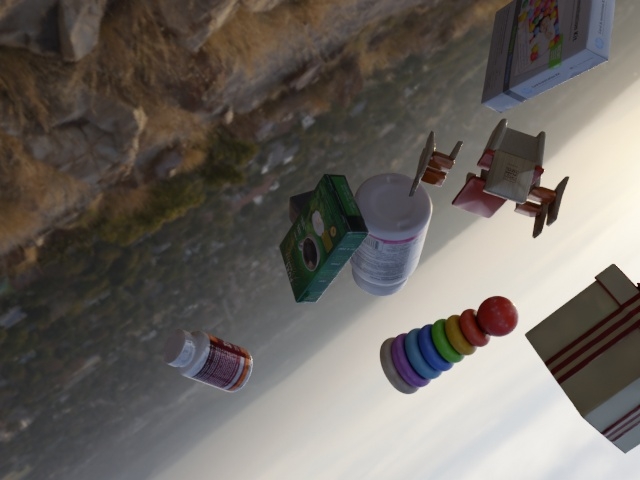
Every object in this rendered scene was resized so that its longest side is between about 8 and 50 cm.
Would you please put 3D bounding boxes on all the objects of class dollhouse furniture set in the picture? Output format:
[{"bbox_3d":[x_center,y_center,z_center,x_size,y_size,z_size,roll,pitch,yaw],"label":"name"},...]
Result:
[{"bbox_3d":[0.302,-0.095,1.266,0.259,0.262,0.135,101,8,-73],"label":"dollhouse furniture set"}]

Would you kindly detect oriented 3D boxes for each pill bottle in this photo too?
[{"bbox_3d":[-0.205,0.215,1.295,0.152,0.086,0.086,30,117,-37],"label":"pill bottle"},{"bbox_3d":[0.142,-0.002,1.539,0.160,0.160,0.283,-36,156,-21],"label":"pill bottle"}]

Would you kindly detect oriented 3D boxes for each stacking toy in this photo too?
[{"bbox_3d":[0.297,0.226,1.597,0.330,0.141,0.141,-32,176,31],"label":"stacking toy"}]

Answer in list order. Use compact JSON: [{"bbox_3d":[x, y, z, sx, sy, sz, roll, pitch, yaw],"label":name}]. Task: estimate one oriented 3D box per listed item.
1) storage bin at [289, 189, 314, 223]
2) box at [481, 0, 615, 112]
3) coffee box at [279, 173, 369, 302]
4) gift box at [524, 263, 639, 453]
[{"bbox_3d":[0.000,-0.039,1.351,0.091,0.135,0.098,-13,129,-19],"label":"storage bin"},{"bbox_3d":[0.279,-0.255,0.882,0.186,0.038,0.145,-18,-124,62],"label":"box"},{"bbox_3d":[0.000,0.000,1.065,0.040,0.113,0.184,1,142,-30],"label":"coffee box"},{"bbox_3d":[0.599,0.235,1.354,0.258,0.276,0.255,-42,134,13],"label":"gift box"}]
